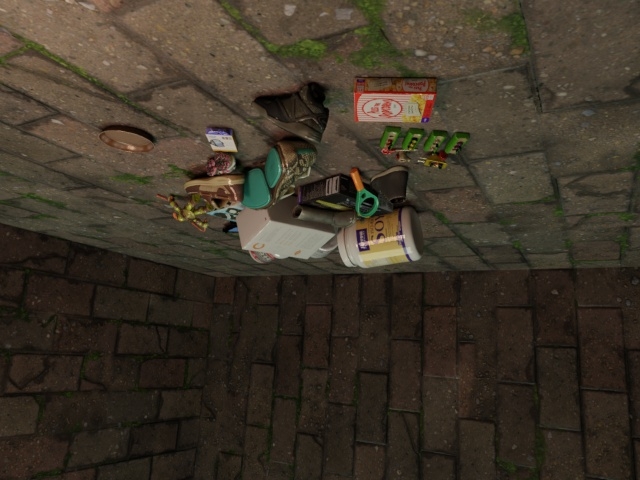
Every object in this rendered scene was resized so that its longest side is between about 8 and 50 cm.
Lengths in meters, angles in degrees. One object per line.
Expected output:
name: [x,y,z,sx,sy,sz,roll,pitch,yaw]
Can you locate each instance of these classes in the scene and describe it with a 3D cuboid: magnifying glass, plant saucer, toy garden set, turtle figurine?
magnifying glass: [0.155,-0.173,1.811,0.092,0.026,0.231,-35,134,-7]
plant saucer: [-0.617,-0.326,1.575,0.168,0.029,0.168,3,166,1]
toy garden set: [0.302,-0.272,1.503,0.244,0.049,0.204,4,167,-2]
turtle figurine: [-0.588,-0.137,2.180,0.269,0.087,0.217,42,135,-23]

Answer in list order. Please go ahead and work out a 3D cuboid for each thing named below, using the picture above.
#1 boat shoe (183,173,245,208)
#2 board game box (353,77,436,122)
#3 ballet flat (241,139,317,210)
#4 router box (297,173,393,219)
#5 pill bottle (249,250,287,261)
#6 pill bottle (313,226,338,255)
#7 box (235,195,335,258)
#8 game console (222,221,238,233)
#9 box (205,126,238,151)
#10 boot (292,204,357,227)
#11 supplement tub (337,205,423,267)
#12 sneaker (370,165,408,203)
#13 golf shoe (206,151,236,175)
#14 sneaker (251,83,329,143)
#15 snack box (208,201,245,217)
boat shoe: [-0.396,-0.177,1.840,0.342,0.123,0.123,0,-168,43]
board game box: [0.181,-0.347,1.223,0.193,0.045,0.147,2,167,6]
ballet flat: [-0.137,-0.215,1.696,0.182,0.164,0.483,-13,173,-26]
router box: [0.102,-0.161,1.966,0.309,0.081,0.243,15,163,-41]
pill bottle: [-0.240,0.017,2.626,0.176,0.176,0.318,12,164,-33]
pill bottle: [0.000,0.000,2.519,0.160,0.160,0.283,6,167,-10]
box: [-0.147,-0.062,2.083,0.345,0.168,0.215,11,140,-40]
game console: [-0.389,-0.076,2.561,0.213,0.044,0.361,12,165,-31]
box: [-0.306,-0.317,1.534,0.081,0.028,0.136,4,165,0]
boot: [0.016,-0.102,1.938,0.208,0.076,0.189,19,161,-27]
supplement tub: [0.264,-0.008,2.162,0.331,0.241,0.241,-11,162,23]
sneaker: [0.238,-0.178,1.772,0.083,0.118,0.222,8,166,-18]
golf shoe: [-0.325,-0.266,1.691,0.086,0.067,0.186,-10,-176,-32]
sneaker: [-0.070,-0.343,1.259,0.227,0.130,0.087,28,-175,29]
snack box: [-0.338,-0.147,2.199,0.322,0.060,0.187,-9,162,43]
